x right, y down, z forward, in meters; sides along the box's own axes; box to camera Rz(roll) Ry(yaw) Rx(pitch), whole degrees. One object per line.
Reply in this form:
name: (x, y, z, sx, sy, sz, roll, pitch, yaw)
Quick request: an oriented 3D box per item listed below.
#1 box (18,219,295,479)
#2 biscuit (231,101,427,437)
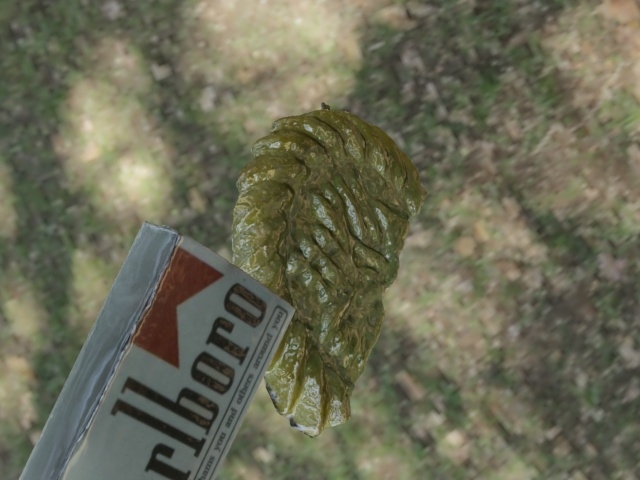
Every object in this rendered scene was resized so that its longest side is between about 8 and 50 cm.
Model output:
box: (-0.089, 0.093, 0.894, 0.036, 0.115, 0.177, 17, 77, 40)
biscuit: (0.000, 0.000, 1.299, 0.036, 0.273, 0.187, -12, 135, 38)
